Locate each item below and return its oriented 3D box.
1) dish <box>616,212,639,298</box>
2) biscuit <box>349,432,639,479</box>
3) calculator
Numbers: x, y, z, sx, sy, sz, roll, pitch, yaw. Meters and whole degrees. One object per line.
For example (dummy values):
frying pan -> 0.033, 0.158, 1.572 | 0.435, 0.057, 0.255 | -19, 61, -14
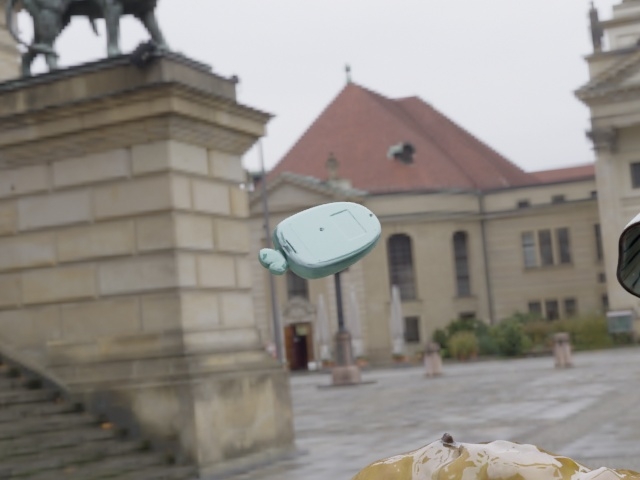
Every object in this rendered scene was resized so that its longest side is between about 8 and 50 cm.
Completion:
dish -> 0.343, -0.001, 0.873 | 0.190, 0.066, 0.191 | 12, -29, 7
biscuit -> 0.215, 0.327, 0.930 | 0.429, 0.104, 0.446 | 13, -37, 16
calculator -> 0.000, 0.000, 1.212 | 0.153, 0.095, 0.021 | -21, -37, -24
